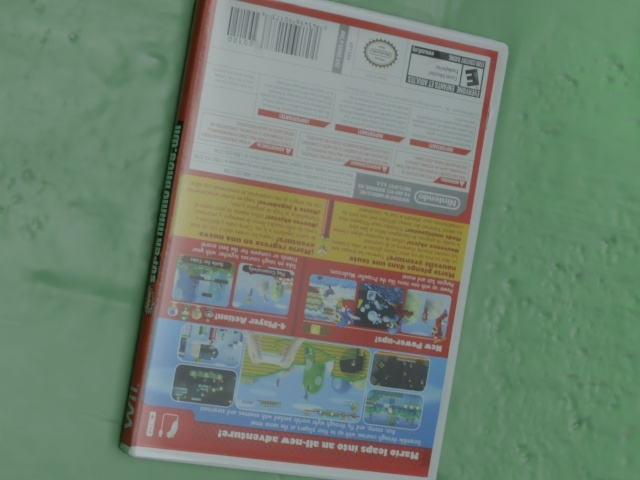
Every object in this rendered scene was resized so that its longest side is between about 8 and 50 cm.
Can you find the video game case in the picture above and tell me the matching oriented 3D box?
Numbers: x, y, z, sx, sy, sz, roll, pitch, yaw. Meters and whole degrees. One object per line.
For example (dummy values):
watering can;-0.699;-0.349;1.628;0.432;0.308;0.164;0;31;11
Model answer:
video game case;0.000;0.000;1.020;0.204;0.025;0.285;10;89;-24
